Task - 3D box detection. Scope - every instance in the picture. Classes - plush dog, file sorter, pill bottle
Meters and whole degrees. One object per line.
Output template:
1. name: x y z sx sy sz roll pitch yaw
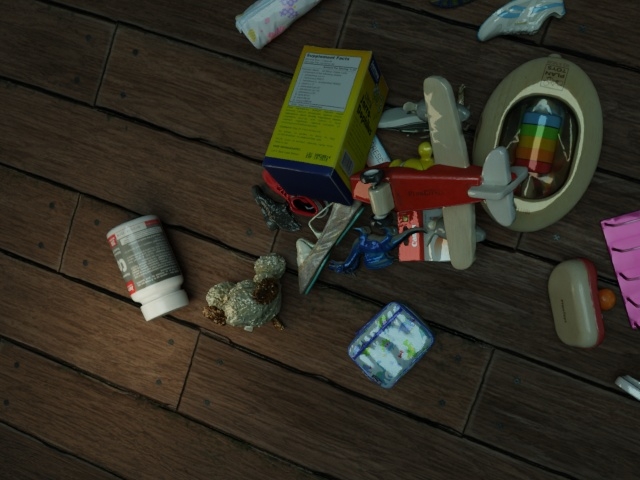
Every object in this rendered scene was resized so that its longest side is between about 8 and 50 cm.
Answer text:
1. plush dog: -0.196 0.178 1.961 0.262 0.225 0.211 -31 85 13
2. file sorter: 0.839 0.065 1.723 0.202 0.182 0.291 -16 89 14
3. pill bottle: -0.500 0.082 2.065 0.161 0.161 0.283 -24 86 14

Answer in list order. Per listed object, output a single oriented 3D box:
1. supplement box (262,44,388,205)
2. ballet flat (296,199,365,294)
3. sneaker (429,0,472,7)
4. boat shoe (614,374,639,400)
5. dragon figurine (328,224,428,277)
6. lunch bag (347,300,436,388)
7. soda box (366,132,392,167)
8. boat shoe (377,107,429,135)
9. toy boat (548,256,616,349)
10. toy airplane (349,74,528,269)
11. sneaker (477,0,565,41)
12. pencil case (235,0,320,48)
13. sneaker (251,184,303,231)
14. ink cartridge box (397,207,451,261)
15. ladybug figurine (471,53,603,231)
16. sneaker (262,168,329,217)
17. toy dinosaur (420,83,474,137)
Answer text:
1. supplement box: 0.021 -0.299 1.834 0.194 0.195 0.356 12 75 23
2. ballet flat: 0.000 0.000 1.930 0.106 0.107 0.316 34 103 2
3. sneaker: 0.408 -0.725 1.848 0.296 0.112 0.131 -23 69 12
4. boat shoe: 0.882 0.392 1.774 0.267 0.096 0.088 26 94 10
5. dragon figurine: 0.163 0.031 1.936 0.289 0.085 0.144 -3 94 18
6. lunch bag: 0.193 0.283 1.943 0.219 0.090 0.176 -46 79 11
7. soda box: 0.154 -0.234 1.942 0.063 0.058 0.183 -30 86 13
8. boat shoe: 0.241 -0.316 1.901 0.219 0.078 0.070 0 130 33
9. toy boat: 0.686 0.155 1.804 0.151 0.151 0.231 -10 91 -16
10. toy airplane: 0.309 -0.156 1.708 0.384 0.272 0.386 36 125 -1
11. sneaker: 0.517 -0.571 1.824 0.228 0.087 0.092 -26 88 16
12. pencil case: -0.104 -0.652 1.954 0.273 0.124 0.113 -35 85 14
13. sneaker: -0.126 -0.094 2.024 0.089 0.051 0.170 -24 91 14
14. ink cartridge box: 0.300 -0.015 1.924 0.179 0.045 0.145 -2 92 11
15. ladybug figurine: 0.548 -0.244 1.790 0.305 0.162 0.449 16 97 14
16. sneaker: -0.080 -0.143 1.968 0.221 0.128 0.087 32 99 10
17. toy dinosaur: 0.357 -0.329 1.901 0.092 0.053 0.183 45 115 26
